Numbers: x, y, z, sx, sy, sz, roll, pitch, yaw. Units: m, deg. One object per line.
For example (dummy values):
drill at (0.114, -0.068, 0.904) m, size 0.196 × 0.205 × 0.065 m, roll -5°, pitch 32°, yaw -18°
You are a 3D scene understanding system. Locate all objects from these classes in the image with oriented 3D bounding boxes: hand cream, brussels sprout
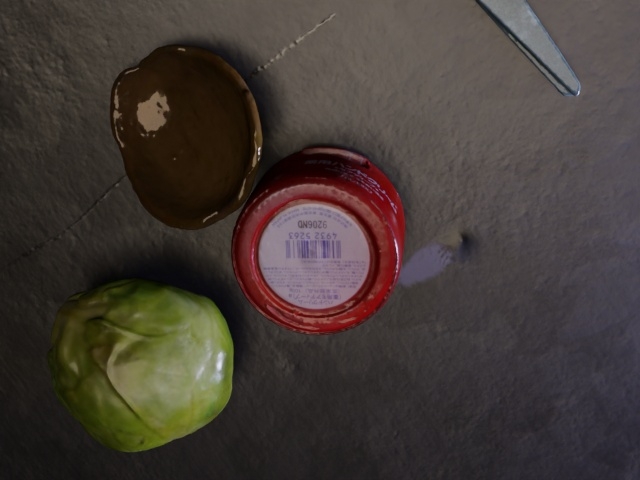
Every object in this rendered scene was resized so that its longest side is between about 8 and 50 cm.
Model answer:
hand cream at (0.000, 0.000, 1.150) m, size 0.193 × 0.125 × 0.193 m, roll 2°, pitch 110°, yaw 5°
brussels sprout at (-0.205, 0.139, 1.199) m, size 0.223 × 0.161 × 0.223 m, roll 0°, pitch 113°, yaw 1°

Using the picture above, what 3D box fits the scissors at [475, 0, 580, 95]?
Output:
scissors at (0.131, -0.322, 1.077) m, size 0.192 × 0.029 × 0.447 m, roll -38°, pitch 100°, yaw 17°

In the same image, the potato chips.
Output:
potato chips at (-0.144, -0.116, 1.145) m, size 0.208 × 0.062 × 0.195 m, roll 22°, pitch 103°, yaw 26°
